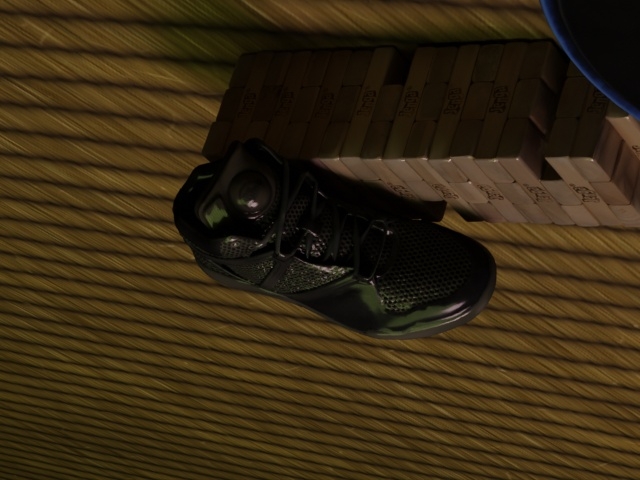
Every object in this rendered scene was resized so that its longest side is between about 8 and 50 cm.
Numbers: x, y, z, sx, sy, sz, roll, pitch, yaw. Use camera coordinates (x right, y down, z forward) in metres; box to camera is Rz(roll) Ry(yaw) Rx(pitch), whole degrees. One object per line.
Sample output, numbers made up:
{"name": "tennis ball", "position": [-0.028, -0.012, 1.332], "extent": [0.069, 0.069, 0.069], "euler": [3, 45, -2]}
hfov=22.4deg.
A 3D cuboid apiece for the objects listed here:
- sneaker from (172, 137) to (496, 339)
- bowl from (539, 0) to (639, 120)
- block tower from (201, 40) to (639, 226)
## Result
{"name": "sneaker", "position": [0.000, 0.000, 1.074], "extent": [0.227, 0.087, 0.130], "euler": [16, 166, 22]}
{"name": "bowl", "position": [0.289, -0.127, 0.794], "extent": [0.391, 0.077, 0.391], "euler": [16, 158, 6]}
{"name": "block tower", "position": [0.073, -0.071, 1.086], "extent": [0.335, 0.091, 0.097], "euler": [1, 152, 37]}
